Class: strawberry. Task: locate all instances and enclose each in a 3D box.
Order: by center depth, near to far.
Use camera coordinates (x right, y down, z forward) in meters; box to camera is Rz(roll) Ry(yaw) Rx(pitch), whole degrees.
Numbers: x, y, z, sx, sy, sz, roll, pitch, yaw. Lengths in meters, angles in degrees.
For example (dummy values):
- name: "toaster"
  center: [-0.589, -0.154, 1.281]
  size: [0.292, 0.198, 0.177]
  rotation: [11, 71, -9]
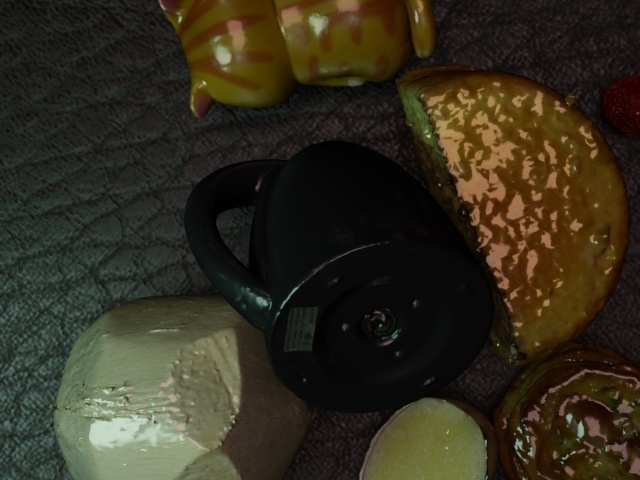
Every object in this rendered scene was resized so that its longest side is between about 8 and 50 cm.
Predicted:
- name: "strawberry"
  center: [0.351, -0.149, 0.947]
  size: [0.073, 0.083, 0.073]
  rotation: [0, 96, -1]

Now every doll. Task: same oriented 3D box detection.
- name: "doll"
  center: [-0.020, -0.234, 0.940]
  size: [0.270, 0.162, 0.166]
  rotation: [-17, 86, 7]

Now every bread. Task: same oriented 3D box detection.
- name: "bread"
  center: [0.216, -0.046, 0.895]
  size: [0.179, 0.194, 0.340]
  rotation: [-20, 91, 2]

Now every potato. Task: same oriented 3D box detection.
- name: "potato"
  center: [0.130, 0.271, 0.943]
  size: [0.164, 0.081, 0.200]
  rotation: [23, 95, 43]

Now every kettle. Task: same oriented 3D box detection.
- name: "kettle"
  center: [0.000, 0.000, 0.868]
  size: [0.268, 0.290, 0.207]
  rotation: [3, 126, -17]

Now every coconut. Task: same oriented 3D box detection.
- name: "coconut"
  center: [-0.128, 0.174, 0.894]
  size: [0.247, 0.245, 0.245]
  rotation: [-3, 88, 11]

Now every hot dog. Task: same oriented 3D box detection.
- name: "hot dog"
  center: [0.321, 0.238, 0.918]
  size: [0.272, 0.122, 0.196]
  rotation: [42, 96, 6]
